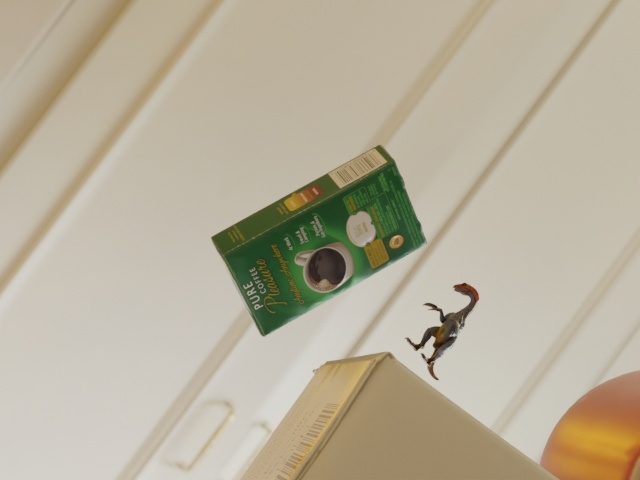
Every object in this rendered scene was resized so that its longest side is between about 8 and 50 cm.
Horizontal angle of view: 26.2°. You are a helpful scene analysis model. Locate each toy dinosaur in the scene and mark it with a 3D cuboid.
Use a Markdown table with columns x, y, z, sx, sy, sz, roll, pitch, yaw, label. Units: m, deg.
| x | y | z | sx | sy | sz | roll | pitch | yaw | label |
| --- | --- | --- | --- | --- | --- | --- | --- | --- | --- |
| 0.123 | 0.081 | 1.340 | 0.047 | 0.082 | 0.090 | 47 | -8 | 29 | toy dinosaur |

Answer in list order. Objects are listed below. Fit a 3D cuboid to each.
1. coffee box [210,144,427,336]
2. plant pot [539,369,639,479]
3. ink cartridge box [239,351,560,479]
| x | y | z | sx | sy | sz | roll | pitch | yaw | label |
| --- | --- | --- | --- | --- | --- | --- | --- | --- | --- |
| 0.000 | 0.000 | 1.283 | 0.040 | 0.184 | 0.113 | 53 | -9 | 50 | coffee box |
| 0.331 | 0.236 | 1.177 | 0.275 | 0.275 | 0.243 | 37 | -6 | 7 | plant pot |
| 0.102 | 0.209 | 0.836 | 0.309 | 0.130 | 0.272 | 36 | -10 | -3 | ink cartridge box |
